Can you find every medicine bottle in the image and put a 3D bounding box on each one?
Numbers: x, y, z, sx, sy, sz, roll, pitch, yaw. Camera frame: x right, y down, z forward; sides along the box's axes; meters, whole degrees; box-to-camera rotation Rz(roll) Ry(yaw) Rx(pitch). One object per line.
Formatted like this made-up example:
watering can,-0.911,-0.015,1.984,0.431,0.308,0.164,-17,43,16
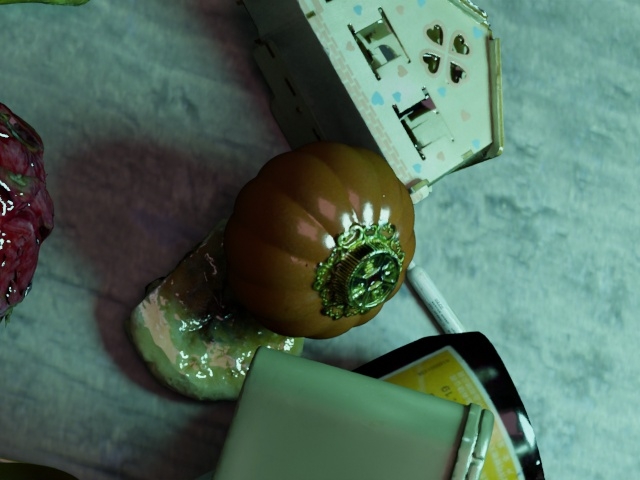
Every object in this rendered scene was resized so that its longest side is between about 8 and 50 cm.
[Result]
medicine bottle,0.032,0.267,1.729,0.395,0.242,0.242,-23,89,-9

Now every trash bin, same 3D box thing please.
trash bin,0.021,0.244,1.554,0.247,0.121,0.243,18,82,3

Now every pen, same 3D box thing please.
pen,0.156,0.100,1.910,0.026,0.026,0.218,-38,95,-23

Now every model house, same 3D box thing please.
model house,0.077,-0.201,1.870,0.244,0.169,0.326,-32,95,-31

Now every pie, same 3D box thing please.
pie,-0.102,0.085,1.794,0.185,0.052,0.218,46,65,-11

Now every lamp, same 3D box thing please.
lamp,0.000,0.000,1.721,0.223,0.196,0.223,-20,127,-29

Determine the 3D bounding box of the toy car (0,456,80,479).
toy car,-0.305,0.341,1.586,0.204,0.198,0.247,14,76,-20

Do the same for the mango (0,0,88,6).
mango,-0.385,-0.339,1.702,0.330,0.175,0.176,-3,114,-24

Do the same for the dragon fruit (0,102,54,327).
dragon fruit,-0.413,-0.025,1.556,0.329,0.329,0.329,4,79,-21
